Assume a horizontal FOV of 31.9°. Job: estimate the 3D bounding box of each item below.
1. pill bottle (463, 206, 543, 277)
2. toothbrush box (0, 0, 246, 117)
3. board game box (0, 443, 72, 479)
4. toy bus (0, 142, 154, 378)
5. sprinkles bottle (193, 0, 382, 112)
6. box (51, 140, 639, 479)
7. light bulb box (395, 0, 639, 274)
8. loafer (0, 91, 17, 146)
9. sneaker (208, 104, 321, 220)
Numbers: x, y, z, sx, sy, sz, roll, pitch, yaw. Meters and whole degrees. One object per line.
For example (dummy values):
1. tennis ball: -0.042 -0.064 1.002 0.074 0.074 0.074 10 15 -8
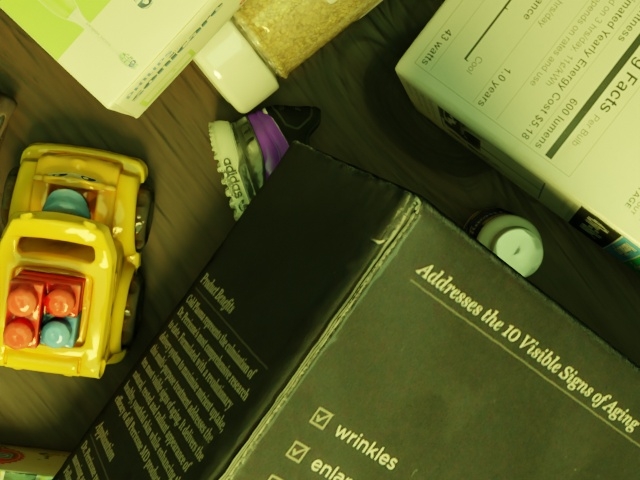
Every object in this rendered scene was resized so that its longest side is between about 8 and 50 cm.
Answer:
1. pill bottle: 0.184 0.005 1.124 0.067 0.120 0.067 -1 97 -4
2. toothbrush box: -0.203 -0.277 0.964 0.283 0.122 0.206 43 93 1
3. board game box: -0.327 0.328 1.151 0.303 0.097 0.224 7 96 -4
4. toy bus: -0.247 0.023 1.057 0.150 0.211 0.220 9 96 -3
5. sprinkles bottle: 0.024 -0.276 1.077 0.355 0.121 0.121 -39 98 2
6. box: 0.061 0.249 0.990 0.480 0.297 0.471 36 90 -24
7. light bulb box: 0.321 -0.171 1.012 0.361 0.225 0.358 38 95 9
8. loafer: -0.356 -0.005 1.101 0.095 0.109 0.302 4 97 -21
9. sneaker: 0.000 0.000 1.122 0.146 0.102 0.293 -20 98 -1
